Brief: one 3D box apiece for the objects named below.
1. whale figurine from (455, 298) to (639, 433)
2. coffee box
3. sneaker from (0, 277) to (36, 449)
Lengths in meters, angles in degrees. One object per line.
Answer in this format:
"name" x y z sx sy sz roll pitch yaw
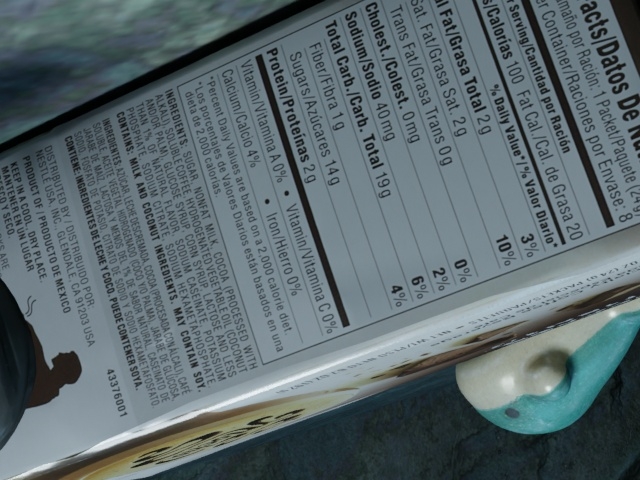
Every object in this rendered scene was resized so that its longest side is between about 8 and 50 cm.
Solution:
"whale figurine" 0.275 0.109 1.299 0.272 0.141 0.216 -35 -165 33
"coffee box" 0.000 0.000 0.469 0.297 0.119 0.168 -22 167 17
"sneaker" -0.235 0.064 0.432 0.330 0.123 0.146 -15 176 14
